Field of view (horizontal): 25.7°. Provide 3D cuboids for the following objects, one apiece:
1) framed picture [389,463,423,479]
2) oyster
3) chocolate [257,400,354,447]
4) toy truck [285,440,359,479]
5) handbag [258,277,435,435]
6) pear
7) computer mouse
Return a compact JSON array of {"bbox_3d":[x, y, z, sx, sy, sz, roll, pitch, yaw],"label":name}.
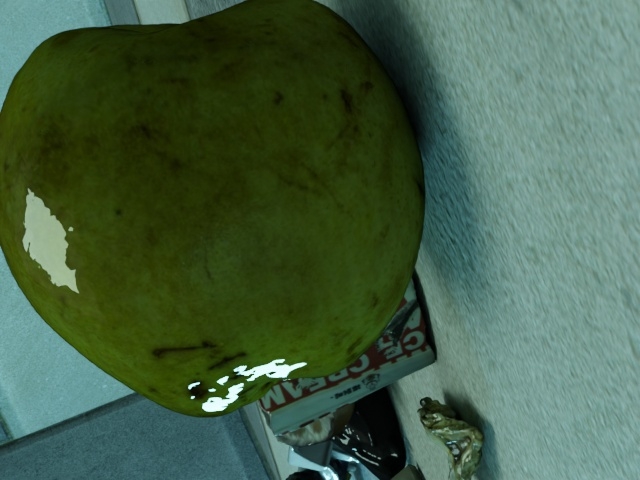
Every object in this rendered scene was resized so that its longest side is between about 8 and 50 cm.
[{"bbox_3d":[0.076,0.425,1.464,0.024,0.232,0.315,22,-147,-42],"label":"framed picture"},{"bbox_3d":[0.106,0.172,1.183,0.121,0.045,0.146,55,172,45],"label":"oyster"},{"bbox_3d":[-0.039,0.090,1.494,0.157,0.080,0.254,-21,97,56],"label":"chocolate"},{"bbox_3d":[0.008,0.350,1.995,0.136,0.111,0.286,-75,-15,-49],"label":"toy truck"},{"bbox_3d":[-0.029,0.007,1.216,0.151,0.171,0.298,141,109,-80],"label":"handbag"},{"bbox_3d":[-0.073,-0.023,1.000,0.304,0.304,0.304,159,90,-81],"label":"pear"},{"bbox_3d":[0.024,0.181,1.605,0.264,0.088,0.147,48,160,59],"label":"computer mouse"}]
